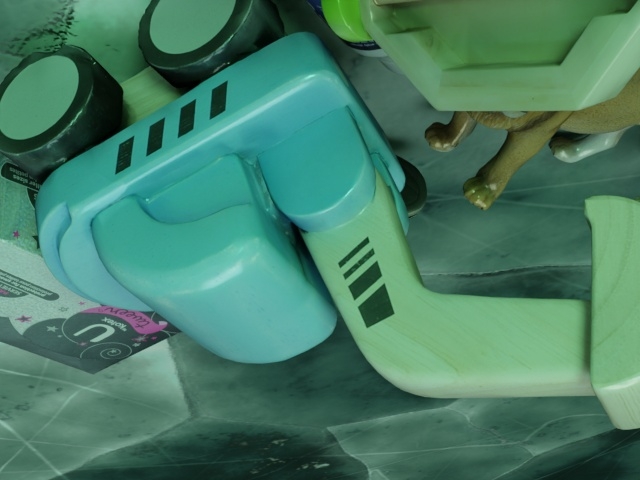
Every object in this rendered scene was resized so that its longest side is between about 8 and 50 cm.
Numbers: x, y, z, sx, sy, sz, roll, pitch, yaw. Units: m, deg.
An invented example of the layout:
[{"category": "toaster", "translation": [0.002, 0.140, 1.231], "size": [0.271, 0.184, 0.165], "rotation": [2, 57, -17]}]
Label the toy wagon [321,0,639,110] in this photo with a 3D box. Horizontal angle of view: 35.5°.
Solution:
[{"category": "toy wagon", "translation": [0.095, -0.244, 0.548], "size": [0.068, 0.345, 0.267], "rotation": [-20, -162, -37]}]

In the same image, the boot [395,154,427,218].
[{"category": "boot", "translation": [-0.015, -0.021, 1.055], "size": [0.236, 0.085, 0.179], "rotation": [1, 151, -2]}]

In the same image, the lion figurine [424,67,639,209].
[{"category": "lion figurine", "translation": [0.255, -0.135, 0.910], "size": [0.392, 0.142, 0.240], "rotation": [-3, 144, -35]}]

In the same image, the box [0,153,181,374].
[{"category": "box", "translation": [-0.265, 0.019, 1.005], "size": [0.163, 0.142, 0.247], "rotation": [-26, 145, 28]}]

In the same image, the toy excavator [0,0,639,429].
[{"category": "toy excavator", "translation": [0.000, 0.000, 0.750], "size": [0.432, 0.445, 0.222], "rotation": [-28, 145, 10]}]

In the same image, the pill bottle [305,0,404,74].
[{"category": "pill bottle", "translation": [0.037, -0.199, 0.762], "size": [0.094, 0.094, 0.169], "rotation": [-23, 146, 23]}]
